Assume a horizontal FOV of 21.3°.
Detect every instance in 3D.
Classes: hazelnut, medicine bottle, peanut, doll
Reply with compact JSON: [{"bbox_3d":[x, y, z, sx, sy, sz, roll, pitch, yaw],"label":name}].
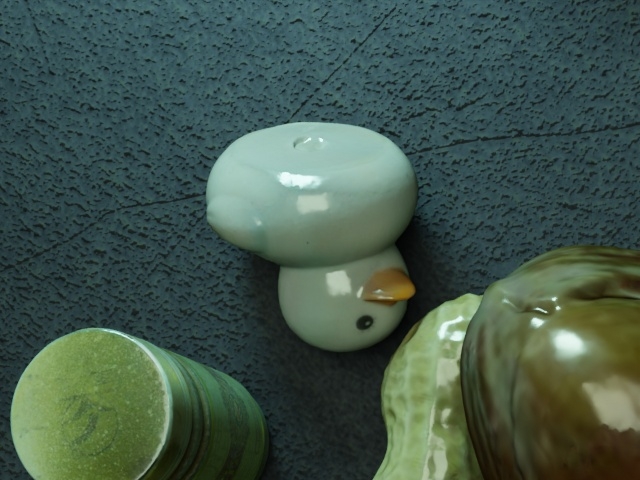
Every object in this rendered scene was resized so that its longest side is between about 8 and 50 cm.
[{"bbox_3d":[0.281,0.166,1.484,0.372,0.372,0.315,45,96,18],"label":"hazelnut"},{"bbox_3d":[-0.157,0.179,1.608,0.151,0.322,0.151,-3,78,14],"label":"medicine bottle"},{"bbox_3d":[0.110,0.193,1.646,0.136,0.120,0.298,11,82,41],"label":"peanut"},{"bbox_3d":[0.000,0.000,1.697,0.251,0.221,0.221,22,84,40],"label":"doll"}]
